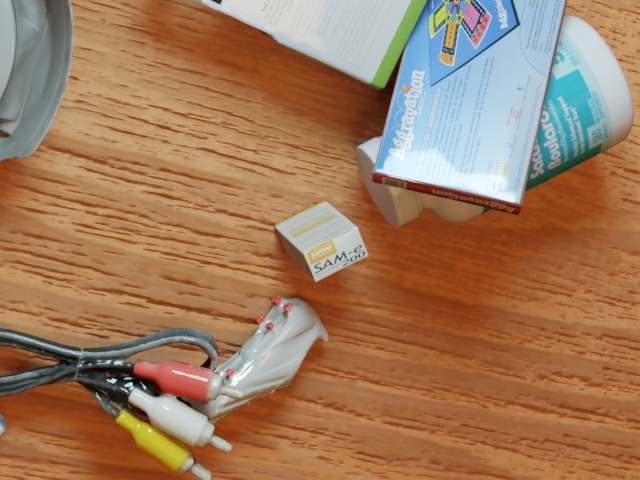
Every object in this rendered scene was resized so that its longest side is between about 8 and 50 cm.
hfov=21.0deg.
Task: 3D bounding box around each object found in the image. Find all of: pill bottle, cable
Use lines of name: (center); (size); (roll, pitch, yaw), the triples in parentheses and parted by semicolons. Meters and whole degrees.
pill bottle: (0.171, -0.111, 1.743); (0.264, 0.146, 0.146); (-28, 114, -9)
cable: (-0.214, 0.131, 1.691); (0.287, 0.072, 0.139); (20, 100, -11)

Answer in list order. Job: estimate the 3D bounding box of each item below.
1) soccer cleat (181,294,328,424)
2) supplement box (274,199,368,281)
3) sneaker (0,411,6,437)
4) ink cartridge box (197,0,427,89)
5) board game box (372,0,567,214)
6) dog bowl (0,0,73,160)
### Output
soccer cleat: (-0.072, 0.143, 1.785); (0.196, 0.068, 0.076); (-44, 119, -5)
supplement box: (0.000, 0.000, 1.744); (0.062, 0.098, 0.036); (-26, 114, -9)
sneaker: (-0.442, 0.165, 1.636); (0.281, 0.105, 0.115); (29, 97, -25)
ink cartridge box: (-0.019, -0.284, 1.647); (0.255, 0.097, 0.189); (23, 99, -21)
board game box: (0.152, -0.170, 1.672); (0.145, 0.027, 0.281); (14, 69, 4)
dog bowl: (-0.401, -0.186, 1.538); (0.349, 0.102, 0.349); (-6, 110, -18)
